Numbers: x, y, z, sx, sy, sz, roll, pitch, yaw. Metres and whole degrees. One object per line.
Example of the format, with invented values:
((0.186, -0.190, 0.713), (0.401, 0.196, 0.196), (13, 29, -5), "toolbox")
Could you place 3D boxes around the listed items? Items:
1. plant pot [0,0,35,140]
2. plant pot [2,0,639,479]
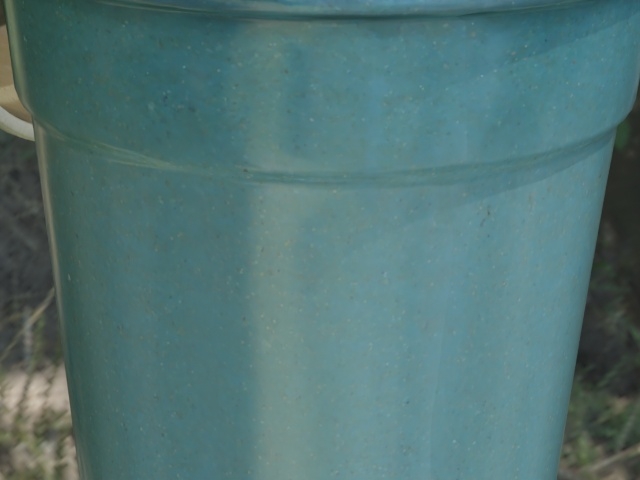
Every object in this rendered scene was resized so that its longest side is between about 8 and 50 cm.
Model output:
((-0.301, -0.264, 1.302), (0.305, 0.334, 0.334), (13, 44, 25), "plant pot")
((0.000, 0.000, 0.899), (0.341, 0.341, 0.334), (-15, 115, -39), "plant pot")
